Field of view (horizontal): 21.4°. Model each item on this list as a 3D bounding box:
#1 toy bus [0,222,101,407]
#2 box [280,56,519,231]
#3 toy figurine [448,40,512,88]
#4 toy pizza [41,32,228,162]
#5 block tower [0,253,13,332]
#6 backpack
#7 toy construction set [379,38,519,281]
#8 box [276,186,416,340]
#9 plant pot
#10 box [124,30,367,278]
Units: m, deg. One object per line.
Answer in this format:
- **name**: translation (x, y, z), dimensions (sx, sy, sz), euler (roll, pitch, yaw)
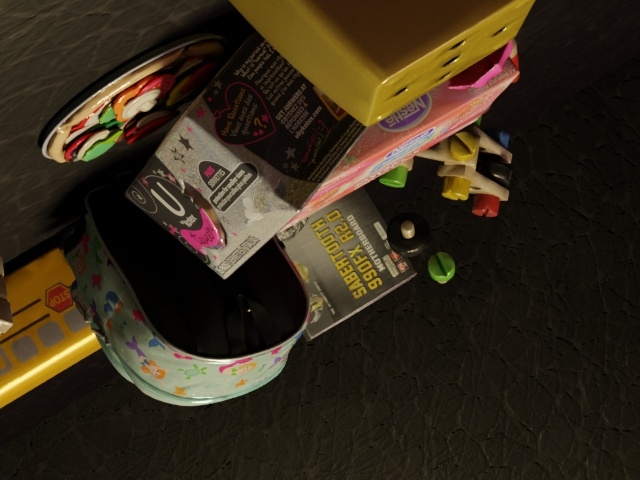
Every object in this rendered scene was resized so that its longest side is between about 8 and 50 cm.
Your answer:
- **toy bus**: translation (-0.351, 0.104, 1.969), dimensions (0.333, 0.130, 0.108), euler (-31, 174, -11)
- **box**: translation (0.051, -0.155, 1.907), dimensions (0.300, 0.142, 0.154), euler (-30, 172, -22)
- **toy figurine**: translation (0.118, -0.221, 1.658), dimensions (0.130, 0.159, 0.173), euler (-37, 172, 34)
- **toy pizza**: translation (-0.167, -0.125, 1.576), dimensions (0.201, 0.032, 0.201), euler (-32, 174, -4)
- **block tower**: translation (-0.427, 0.123, 1.656), dimensions (0.097, 0.091, 0.335), euler (21, 129, -38)
- **backpack**: translation (-0.143, 0.058, 1.854), dimensions (0.225, 0.253, 0.191), euler (-16, 147, -36)
- **toy construction set**: translation (0.142, -0.155, 2.170), dimensions (0.309, 0.257, 0.237), euler (-52, 163, -9)
- **box**: translation (0.000, 0.000, 2.430), dimensions (0.183, 0.231, 0.056), euler (-30, 177, -12)
- **plant pot**: translation (0.049, -0.211, 1.283), dimensions (0.212, 0.187, 0.212), euler (-32, 174, -7)
- **box**: translation (-0.067, -0.089, 1.623), dimensions (0.163, 0.142, 0.247), euler (-51, -176, -24)
